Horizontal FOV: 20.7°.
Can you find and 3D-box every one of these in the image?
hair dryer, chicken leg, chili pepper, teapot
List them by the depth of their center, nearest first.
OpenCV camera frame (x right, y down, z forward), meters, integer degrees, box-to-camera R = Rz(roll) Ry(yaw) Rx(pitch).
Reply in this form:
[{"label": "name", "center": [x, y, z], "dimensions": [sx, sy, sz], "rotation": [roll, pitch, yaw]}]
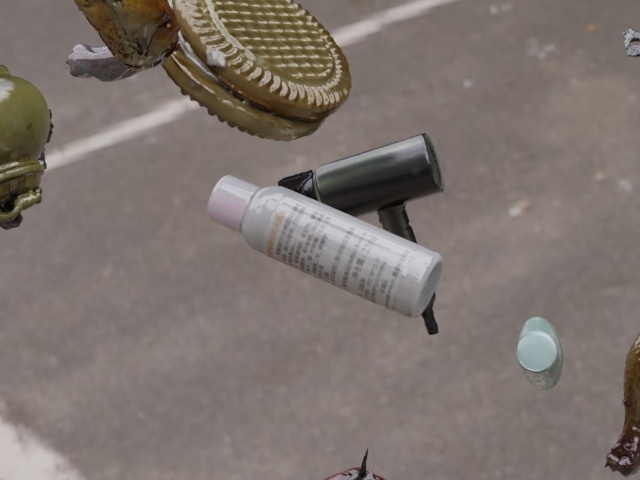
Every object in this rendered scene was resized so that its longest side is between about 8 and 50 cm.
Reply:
[{"label": "chili pepper", "center": [-0.210, -0.186, 1.823], "dimensions": [0.153, 0.041, 0.050], "rotation": [2, 31, 31]}, {"label": "teapot", "center": [-0.386, -0.100, 2.065], "dimensions": [0.173, 0.182, 0.269], "rotation": [-23, -4, 14]}, {"label": "chicken leg", "center": [0.465, 0.152, 2.145], "dimensions": [0.322, 0.177, 0.083], "rotation": [-28, 20, -9]}, {"label": "hair dryer", "center": [0.077, 0.011, 2.164], "dimensions": [0.196, 0.248, 0.078], "rotation": [-17, 12, 13]}]

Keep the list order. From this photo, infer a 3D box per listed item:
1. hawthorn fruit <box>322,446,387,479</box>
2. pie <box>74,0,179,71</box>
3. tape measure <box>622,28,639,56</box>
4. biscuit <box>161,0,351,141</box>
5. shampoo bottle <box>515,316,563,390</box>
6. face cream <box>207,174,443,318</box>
[{"label": "hawthorn fruit", "center": [0.043, 0.351, 2.068], "dimensions": [0.181, 0.235, 0.181], "rotation": [13, 22, -5]}, {"label": "pie", "center": [-0.226, -0.282, 1.632], "dimensions": [0.085, 0.308, 0.308], "rotation": [-38, 18, 9]}, {"label": "tape measure", "center": [0.430, -0.075, 1.712], "dimensions": [0.215, 0.351, 0.098], "rotation": [-11, 39, 10]}, {"label": "biscuit", "center": [-0.082, -0.219, 2.038], "dimensions": [0.079, 0.259, 0.259], "rotation": [-51, 1, 30]}, {"label": "shampoo bottle", "center": [0.194, 0.099, 1.565], "dimensions": [0.041, 0.069, 0.191], "rotation": [-4, -6, 8]}, {"label": "face cream", "center": [0.000, 0.000, 1.939], "dimensions": [0.269, 0.082, 0.082], "rotation": [25, 33, 15]}]
